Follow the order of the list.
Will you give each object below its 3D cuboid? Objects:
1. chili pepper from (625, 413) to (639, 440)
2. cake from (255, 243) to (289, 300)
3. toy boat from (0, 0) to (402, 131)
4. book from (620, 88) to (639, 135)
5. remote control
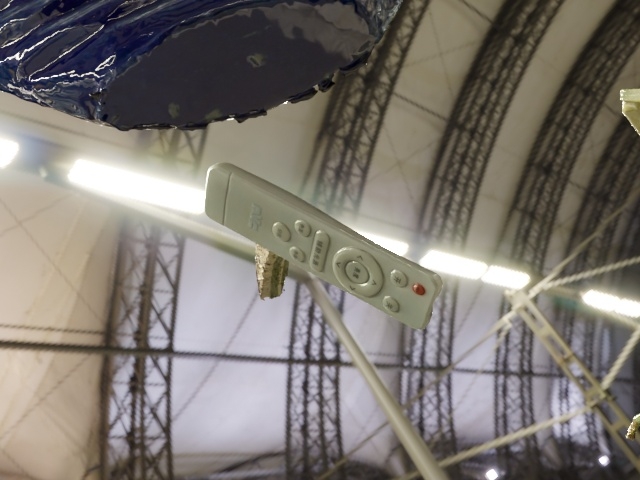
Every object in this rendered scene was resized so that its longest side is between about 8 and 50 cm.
[{"bbox_3d":[0.267,0.101,0.585,0.050,0.059,0.191,-43,0,-32],"label":"chili pepper"},{"bbox_3d":[-0.077,0.034,1.391,0.051,0.055,0.140,-15,-37,-25],"label":"cake"},{"bbox_3d":[-0.099,-0.152,0.449,0.219,0.318,0.072,-35,-40,-23],"label":"toy boat"},{"bbox_3d":[0.382,-0.097,0.794,0.168,0.192,0.013,27,-106,-54],"label":"book"},{"bbox_3d":[0.000,0.000,0.613,0.027,0.184,0.050,-44,-25,-44],"label":"remote control"}]
